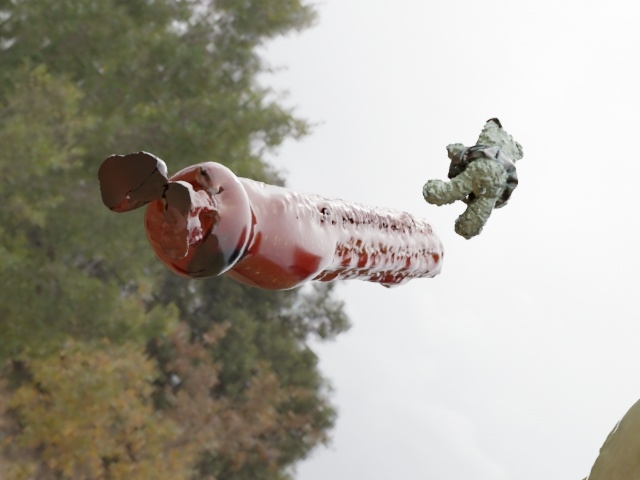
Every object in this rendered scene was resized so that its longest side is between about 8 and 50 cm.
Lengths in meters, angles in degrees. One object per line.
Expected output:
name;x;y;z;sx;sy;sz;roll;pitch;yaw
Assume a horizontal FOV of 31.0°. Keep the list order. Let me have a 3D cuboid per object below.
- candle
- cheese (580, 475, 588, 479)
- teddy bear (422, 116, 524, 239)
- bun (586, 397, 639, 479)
candle;0.000;0.000;0.582;0.048;0.051;0.329;6;0;24
cheese;0.268;0.339;1.000;0.069;0.177;0.270;35;33;-79
teddy bear;0.260;-0.116;1.818;0.133;0.213;0.111;42;-25;-11
bun;0.343;0.187;0.759;0.234;0.362;0.326;-74;148;-76
